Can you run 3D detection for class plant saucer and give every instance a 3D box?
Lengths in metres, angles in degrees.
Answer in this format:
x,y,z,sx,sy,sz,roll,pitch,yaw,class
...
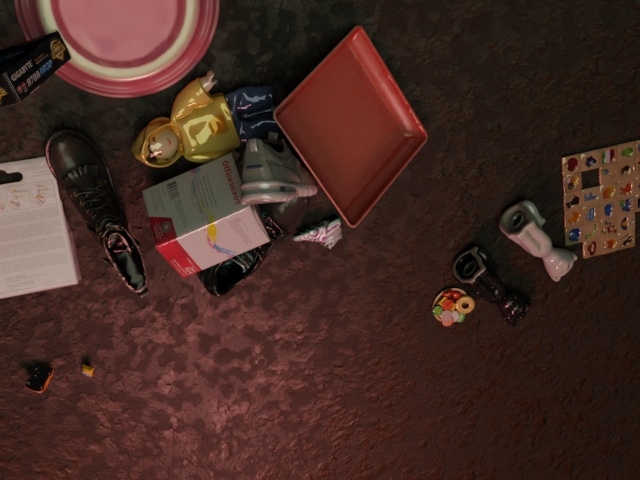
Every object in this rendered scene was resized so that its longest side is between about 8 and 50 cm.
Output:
x,y,z,sx,sy,sz,roll,pitch,yaw,class
0.049,-0.199,1.529,0.259,0.047,0.258,-50,119,-27,plant saucer
-0.324,-0.389,1.398,0.331,0.084,0.332,-5,114,-12,plant saucer

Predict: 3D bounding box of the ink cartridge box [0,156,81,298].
x,y,z,sx,sy,sz,roll,pitch,yaw,class
-0.540,-0.020,1.536,0.188,0.066,0.233,-10,94,-8,ink cartridge box

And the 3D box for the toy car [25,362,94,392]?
x,y,z,sx,sy,sz,roll,pitch,yaw,class
-0.496,0.270,1.657,0.121,0.060,0.041,4,144,-8,toy car

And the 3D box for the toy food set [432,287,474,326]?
x,y,z,sx,sy,sz,roll,pitch,yaw,class
0.272,0.137,1.794,0.083,0.020,0.083,33,102,-23,toy food set

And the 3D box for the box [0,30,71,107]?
x,y,z,sx,sy,sz,roll,pitch,yaw,class
-0.515,-0.240,1.325,0.220,0.175,0.051,-11,119,20,box

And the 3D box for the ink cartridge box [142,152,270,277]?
x,y,z,sx,sy,sz,roll,pitch,yaw,class
-0.197,-0.043,1.519,0.176,0.128,0.127,-23,147,4,ink cartridge box

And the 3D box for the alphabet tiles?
x,y,z,sx,sy,sz,roll,pitch,yaw,class
0.591,-0.081,1.782,0.198,0.009,0.237,-13,115,-8,alphabet tiles

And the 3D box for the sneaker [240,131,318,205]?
x,y,z,sx,sy,sz,roll,pitch,yaw,class
-0.066,-0.128,1.473,0.105,0.281,0.115,-3,97,8,sneaker

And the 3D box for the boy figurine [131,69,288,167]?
x,y,z,sx,sy,sz,roll,pitch,yaw,class
-0.191,-0.204,1.504,0.285,0.092,0.177,-15,121,-9,boy figurine

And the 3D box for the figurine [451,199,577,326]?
x,y,z,sx,sy,sz,roll,pitch,yaw,class
0.407,0.055,1.763,0.215,0.092,0.209,-46,122,7,figurine

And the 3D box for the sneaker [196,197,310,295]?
x,y,z,sx,sy,sz,roll,pitch,yaw,class
-0.115,0.005,1.603,0.267,0.106,0.101,-45,114,6,sneaker

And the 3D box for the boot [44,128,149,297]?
x,y,z,sx,sy,sz,roll,pitch,yaw,class
-0.362,-0.051,1.447,0.091,0.229,0.263,-30,118,-10,boot

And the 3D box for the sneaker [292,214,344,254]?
x,y,z,sx,sy,sz,roll,pitch,yaw,class
0.000,0.000,1.663,0.098,0.038,0.069,-20,115,-4,sneaker
